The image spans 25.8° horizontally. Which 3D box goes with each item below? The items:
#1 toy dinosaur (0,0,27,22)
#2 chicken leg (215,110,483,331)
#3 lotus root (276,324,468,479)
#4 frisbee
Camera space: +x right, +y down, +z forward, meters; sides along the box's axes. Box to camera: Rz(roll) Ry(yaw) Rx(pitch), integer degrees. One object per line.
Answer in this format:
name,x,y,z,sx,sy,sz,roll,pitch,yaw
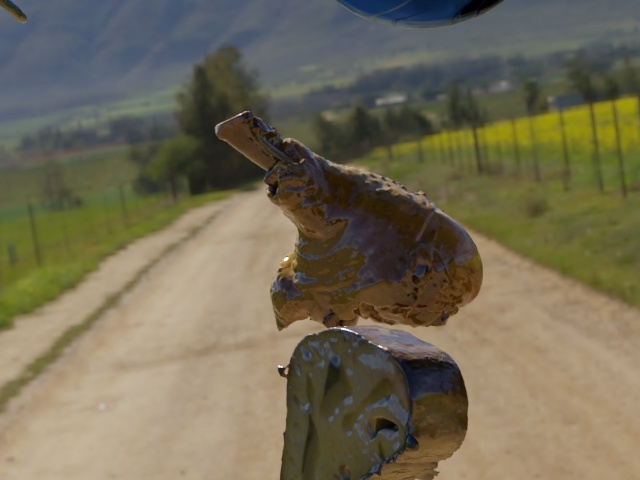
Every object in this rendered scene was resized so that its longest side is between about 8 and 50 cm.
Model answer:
toy dinosaur,-0.446,-0.343,1.546,0.076,0.363,0.147,-26,40,20
chicken leg,0.000,0.000,1.857,0.295,0.409,0.182,-43,14,32
lotus root,0.029,0.161,1.257,0.074,0.170,0.260,-5,-19,-35
frisbee,0.116,-0.339,1.633,0.242,0.242,0.045,-9,-39,-4
